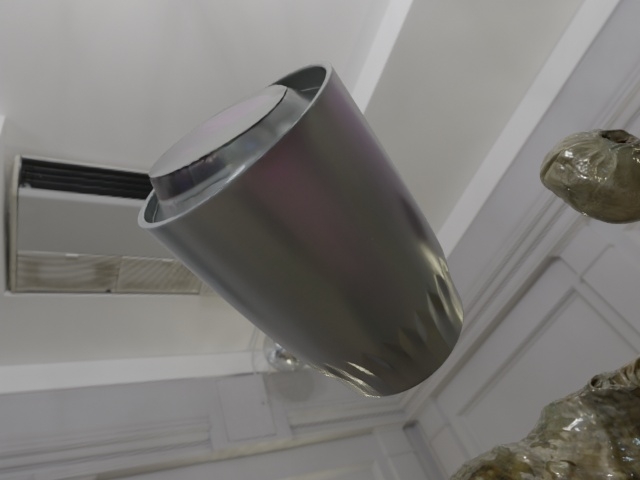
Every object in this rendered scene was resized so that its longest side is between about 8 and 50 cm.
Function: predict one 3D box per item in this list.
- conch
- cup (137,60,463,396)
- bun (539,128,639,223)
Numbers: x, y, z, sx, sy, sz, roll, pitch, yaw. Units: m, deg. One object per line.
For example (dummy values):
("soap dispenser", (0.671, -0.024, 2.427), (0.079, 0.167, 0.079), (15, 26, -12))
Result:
("conch", (0.224, 0.241, 0.387), (0.210, 0.159, 0.291), (28, -68, -1))
("cup", (0.000, 0.000, 0.559), (0.253, 0.253, 0.371), (-37, -62, 9))
("bun", (0.432, -0.109, 0.709), (0.173, 0.166, 0.113), (10, -51, 6))
